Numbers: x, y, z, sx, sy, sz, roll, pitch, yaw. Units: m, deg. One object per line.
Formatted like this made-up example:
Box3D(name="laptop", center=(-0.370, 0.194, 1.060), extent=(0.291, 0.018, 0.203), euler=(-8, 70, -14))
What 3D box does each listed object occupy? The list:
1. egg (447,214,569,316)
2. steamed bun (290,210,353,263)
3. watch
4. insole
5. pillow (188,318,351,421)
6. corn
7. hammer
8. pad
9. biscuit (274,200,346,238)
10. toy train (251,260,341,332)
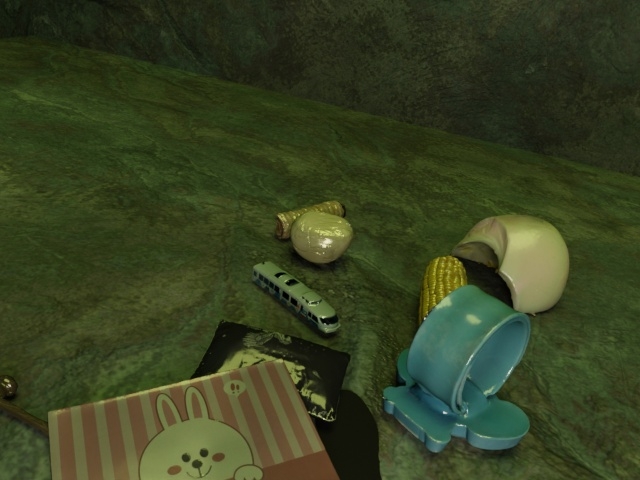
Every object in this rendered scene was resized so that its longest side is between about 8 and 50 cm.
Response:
Box3D(name="egg", center=(0.429, 0.021, 1.201), extent=(0.206, 0.162, 0.271), euler=(1, 29, -18))
Box3D(name="steamed bun", center=(0.000, 0.000, 1.147), extent=(0.130, 0.091, 0.112), euler=(10, 28, 1))
Box3D(name="watch", center=(0.199, 0.168, 0.776), extent=(0.211, 0.193, 0.211), euler=(10, 24, -4))
Box3D(name="insole", center=(0.043, 0.278, 0.707), extent=(0.086, 0.005, 0.253), euler=(5, 26, -11))
Box3D(name="pillow", center=(-0.067, 0.182, 0.796), extent=(0.208, 0.055, 0.141), euler=(14, 32, 5))
Box3D(name="corn", center=(0.225, 0.114, 1.008), extent=(0.093, 0.093, 0.244), euler=(14, 27, 6))
Box3D(name="hammer", center=(-0.281, 0.235, 0.645), extent=(0.292, 0.029, 0.058), euler=(21, 30, 14))
Box3D(name="pad", center=(-0.147, 0.240, 0.645), extent=(0.299, 0.005, 0.202), euler=(-7, 40, -24))
Box3D(name="biscuit", center=(-0.023, -0.053, 1.280), extent=(0.055, 0.061, 0.219), euler=(5, 17, 40))
Box3D(name="toy train", center=(-0.043, 0.099, 0.985), extent=(0.043, 0.047, 0.207), euler=(-16, 36, -41))
